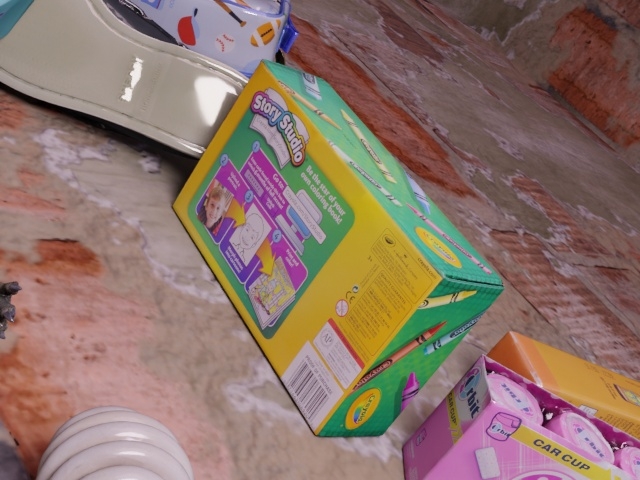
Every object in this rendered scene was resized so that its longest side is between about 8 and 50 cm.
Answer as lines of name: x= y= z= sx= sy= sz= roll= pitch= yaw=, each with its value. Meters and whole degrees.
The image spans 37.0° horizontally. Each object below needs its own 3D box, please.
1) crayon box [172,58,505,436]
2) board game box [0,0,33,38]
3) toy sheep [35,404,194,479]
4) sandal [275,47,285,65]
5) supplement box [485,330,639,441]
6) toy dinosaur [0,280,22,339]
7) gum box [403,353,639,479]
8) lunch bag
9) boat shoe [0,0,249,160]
crayon box: x=0.000 y=0.000 z=0.778 sx=0.081 sy=0.165 sz=0.278 roll=9 pitch=35 yaw=-45
board game box: x=-0.365 y=-0.205 z=0.641 sx=0.254 sy=0.079 sz=0.336 roll=43 pitch=28 yaw=-13
toy sheep: x=-0.104 y=0.133 z=0.493 sx=0.091 sy=0.091 sz=0.132 roll=23 pitch=8 yaw=-26
sandal: x=-0.075 y=-0.244 z=1.284 sx=0.072 sy=0.049 sz=0.180 roll=12 pitch=33 yaw=-42
supplement box: x=0.256 y=0.166 z=0.919 sx=0.234 sy=0.080 sz=0.078 roll=20 pitch=28 yaw=-27
toy dinosaur: x=-0.247 y=0.019 z=0.553 sx=0.118 sy=0.064 sz=0.268 roll=10 pitch=30 yaw=-33
gum box: x=0.172 y=0.182 z=0.735 sx=0.188 sy=0.107 sz=0.062 roll=29 pitch=24 yaw=-14
lunch bag: x=-0.146 y=-0.288 z=1.153 sx=0.243 sy=0.114 sz=0.303 roll=19 pitch=27 yaw=-9
boat shoe: x=-0.212 y=-0.174 z=0.902 sx=0.340 sy=0.127 sz=0.113 roll=23 pitch=-4 yaw=-10
